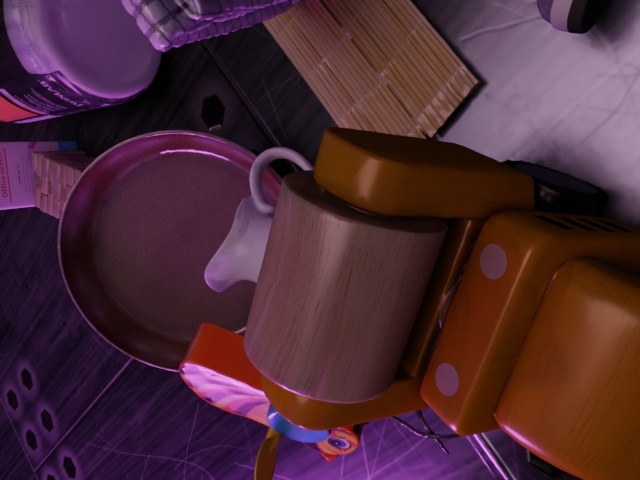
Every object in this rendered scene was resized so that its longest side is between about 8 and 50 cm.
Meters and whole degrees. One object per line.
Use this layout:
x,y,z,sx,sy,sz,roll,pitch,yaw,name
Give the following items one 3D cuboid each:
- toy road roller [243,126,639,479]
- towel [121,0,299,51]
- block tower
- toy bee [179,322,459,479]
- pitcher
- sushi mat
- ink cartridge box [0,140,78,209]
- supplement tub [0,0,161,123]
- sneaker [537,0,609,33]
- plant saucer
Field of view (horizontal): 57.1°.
0.135,0.057,0.426,0.241,0.330,0.202,41,122,50,toy road roller
-0.110,-0.312,0.507,0.121,0.283,0.235,-32,100,31,towel
-0.303,-0.055,0.879,0.336,0.091,0.097,22,110,33,block tower
-0.014,0.201,0.668,0.298,0.195,0.162,32,141,17,toy bee
0.000,0.000,0.632,0.207,0.125,0.177,16,92,18,pitcher
0.027,-0.228,0.643,0.151,0.019,0.316,-44,73,33,sushi mat
-0.486,-0.106,0.949,0.062,0.181,0.104,3,100,37,ink cartridge box
-0.406,-0.279,0.843,0.338,0.207,0.206,2,99,36,supplement tub
0.165,-0.319,0.454,0.179,0.124,0.295,18,101,28,sneaker
-0.163,0.016,0.732,0.311,0.050,0.310,1,108,2,plant saucer
